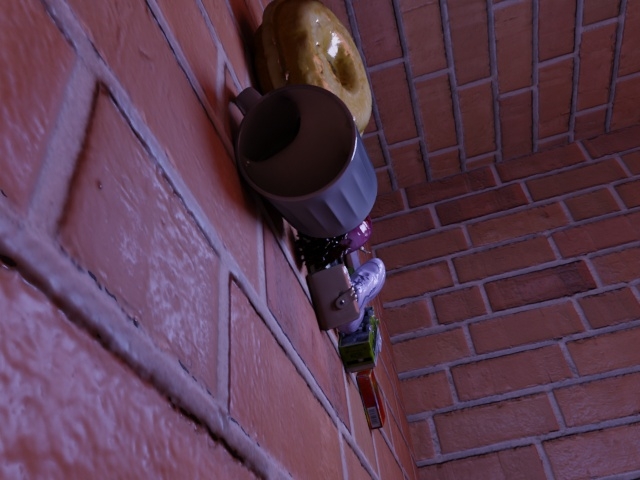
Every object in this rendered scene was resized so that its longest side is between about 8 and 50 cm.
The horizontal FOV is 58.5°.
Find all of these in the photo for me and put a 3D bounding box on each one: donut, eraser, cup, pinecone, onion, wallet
[{"bbox_3d":[-0.013,-0.454,1.582,0.449,0.198,0.448,29,52,-45],"label":"donut"},{"bbox_3d":[0.137,0.098,2.366,0.243,0.059,0.204,71,9,-46],"label":"eraser"},{"bbox_3d":[-0.042,-0.175,1.212,0.323,0.237,0.327,46,1,17],"label":"cup"},{"bbox_3d":[0.001,0.001,1.405,0.120,0.140,0.140,60,13,-20],"label":"pinecone"},{"bbox_3d":[0.083,-0.034,1.848,0.153,0.178,0.177,57,19,-58],"label":"onion"},{"bbox_3d":[0.036,0.143,1.453,0.039,0.118,0.152,-16,-88,67],"label":"wallet"}]

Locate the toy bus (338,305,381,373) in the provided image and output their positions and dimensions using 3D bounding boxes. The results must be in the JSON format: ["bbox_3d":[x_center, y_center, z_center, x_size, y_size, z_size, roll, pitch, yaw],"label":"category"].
[{"bbox_3d":[0.126,0.309,1.770,0.301,0.113,0.139,-56,130,-76],"label":"toy bus"}]

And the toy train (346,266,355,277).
[{"bbox_3d":[0.087,0.152,1.848,0.225,0.090,0.137,-7,79,-82],"label":"toy train"}]

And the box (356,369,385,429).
[{"bbox_3d":[0.163,0.507,1.846,0.112,0.048,0.175,-1,77,-80],"label":"box"}]

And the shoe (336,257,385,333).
[{"bbox_3d":[0.110,0.143,1.658,0.244,0.095,0.137,-60,161,-20],"label":"shoe"}]

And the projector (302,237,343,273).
[{"bbox_3d":[0.010,0.016,1.606,0.259,0.079,0.256,-1,77,-80],"label":"projector"}]
